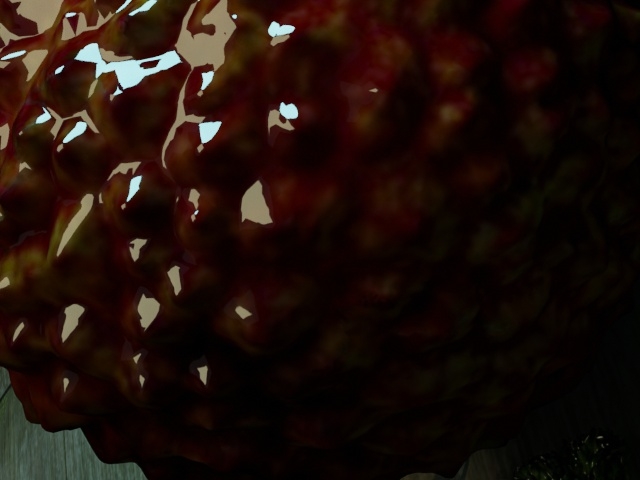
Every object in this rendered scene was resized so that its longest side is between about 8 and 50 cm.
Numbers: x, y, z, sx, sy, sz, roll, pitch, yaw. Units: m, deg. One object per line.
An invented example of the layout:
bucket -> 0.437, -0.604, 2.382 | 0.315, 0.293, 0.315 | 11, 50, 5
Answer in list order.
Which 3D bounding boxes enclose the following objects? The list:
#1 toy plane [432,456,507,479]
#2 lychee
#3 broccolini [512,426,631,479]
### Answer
toy plane -> 0.049, 0.264, 1.013 | 0.267, 0.088, 0.212 | 130, 147, -50
lychee -> 0.014, -0.067, 0.935 | 0.424, 0.500, 0.425 | 50, 155, 33
broccolini -> 0.157, 0.203, 0.881 | 0.058, 0.074, 0.201 | 80, -179, -68
